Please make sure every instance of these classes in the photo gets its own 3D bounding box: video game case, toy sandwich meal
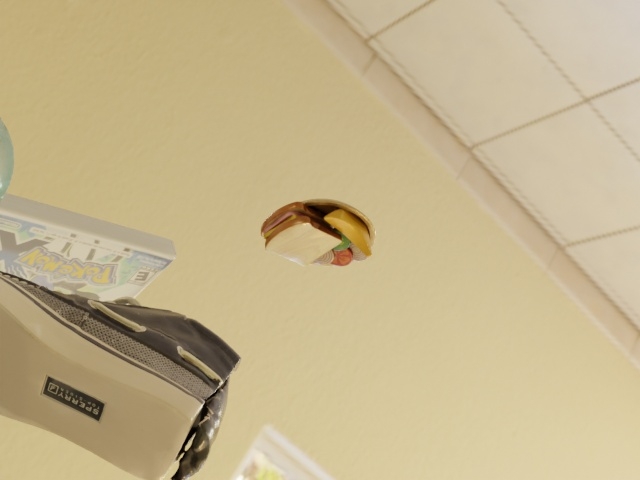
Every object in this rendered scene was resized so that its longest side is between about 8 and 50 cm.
[{"bbox_3d":[-0.407,0.061,1.374,0.329,0.036,0.300,18,131,-44],"label":"video game case"},{"bbox_3d":[0.000,0.000,0.761,0.086,0.029,0.085,3,142,2],"label":"toy sandwich meal"}]

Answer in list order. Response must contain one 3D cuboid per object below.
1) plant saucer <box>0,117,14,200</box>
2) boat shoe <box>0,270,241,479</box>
[{"bbox_3d":[-0.448,-0.099,1.175,0.195,0.195,0.037,35,157,-3],"label":"plant saucer"},{"bbox_3d":[-0.239,0.102,1.009,0.340,0.158,0.127,31,114,3],"label":"boat shoe"}]
